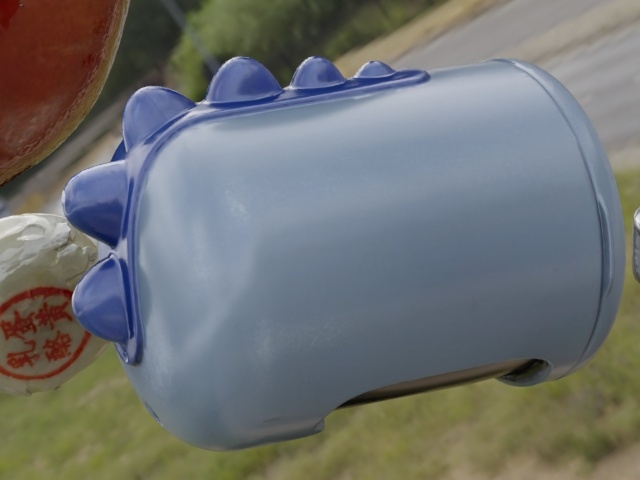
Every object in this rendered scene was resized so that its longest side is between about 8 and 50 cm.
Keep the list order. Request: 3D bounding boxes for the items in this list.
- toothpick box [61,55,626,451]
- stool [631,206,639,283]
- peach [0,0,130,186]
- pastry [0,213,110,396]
[{"bbox_3d":[0.000,0.000,1.091,0.355,0.263,0.263,-11,4,-24],"label":"toothpick box"},{"bbox_3d":[0.424,0.034,1.744,0.153,0.139,0.228,-5,20,-5],"label":"stool"},{"bbox_3d":[-0.327,-0.213,1.440,0.372,0.372,0.290,-40,52,-17],"label":"peach"},{"bbox_3d":[-0.396,0.087,2.202,0.265,0.265,0.133,-38,40,-9],"label":"pastry"}]
